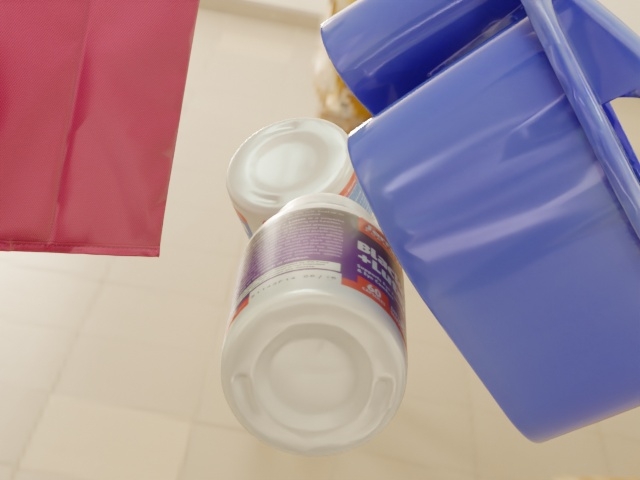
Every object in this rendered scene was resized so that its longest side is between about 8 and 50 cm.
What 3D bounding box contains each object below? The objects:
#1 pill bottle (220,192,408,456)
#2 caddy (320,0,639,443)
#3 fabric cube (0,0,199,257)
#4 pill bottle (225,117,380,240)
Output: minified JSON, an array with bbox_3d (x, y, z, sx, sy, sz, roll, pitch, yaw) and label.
[{"bbox_3d":[-0.001,0.041,0.917,0.108,0.108,0.193,10,22,-3],"label":"pill bottle"},{"bbox_3d":[0.146,-0.038,0.892,0.179,0.341,0.241,-27,41,13],"label":"caddy"},{"bbox_3d":[-0.266,-0.138,1.071,0.254,0.258,0.259,13,5,31],"label":"fabric cube"},{"bbox_3d":[0.000,0.000,1.409,0.124,0.221,0.124,-10,48,11],"label":"pill bottle"}]
